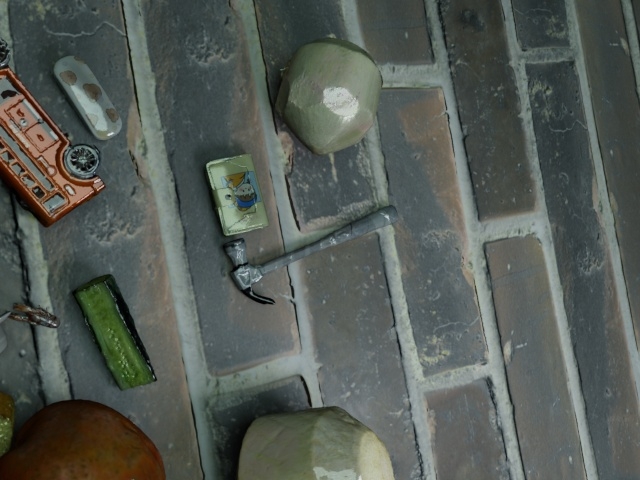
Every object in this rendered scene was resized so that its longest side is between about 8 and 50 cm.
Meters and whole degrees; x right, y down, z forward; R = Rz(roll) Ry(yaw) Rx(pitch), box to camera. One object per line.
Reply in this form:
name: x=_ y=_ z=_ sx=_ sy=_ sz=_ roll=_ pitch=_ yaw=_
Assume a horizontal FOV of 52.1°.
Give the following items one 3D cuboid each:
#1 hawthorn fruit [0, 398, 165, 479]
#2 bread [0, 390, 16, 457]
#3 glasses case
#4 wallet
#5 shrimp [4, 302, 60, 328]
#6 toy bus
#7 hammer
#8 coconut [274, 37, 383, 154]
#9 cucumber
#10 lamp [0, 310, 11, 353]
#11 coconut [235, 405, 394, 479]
hawthorn fruit: x=-0.360 y=0.407 z=1.036 sx=0.298 sy=0.277 sz=0.277 roll=14 pitch=76 yaw=6
bread: x=-0.547 y=0.319 z=1.046 sx=0.103 sy=0.065 sz=0.187 roll=10 pitch=101 yaw=-27
glasses case: x=-0.431 y=-0.264 z=1.215 sx=0.063 sy=0.041 sz=0.164 roll=-35 pitch=101 yaw=-26
wallet: x=-0.169 y=-0.093 z=1.332 sx=0.110 sy=0.039 sz=0.155 roll=-16 pitch=91 yaw=-29
shrimp: x=-0.498 y=0.128 z=1.140 sx=0.092 sy=0.038 sz=0.029 roll=14 pitch=35 yaw=-25
toy bus: x=-0.516 y=-0.186 z=1.107 sx=0.153 sy=0.143 sz=0.329 roll=-42 pitch=105 yaw=-22
hammer: x=0.000 y=0.000 z=1.409 sx=0.427 sy=0.044 sz=0.152 roll=-26 pitch=97 yaw=-28
coconut: x=0.016 y=-0.288 z=1.355 sx=0.224 sy=0.224 sz=0.234 roll=33 pitch=70 yaw=-21
cucumber: x=-0.368 y=0.168 z=1.194 sx=0.078 sy=0.062 sz=0.211 roll=-21 pitch=102 yaw=6
lamp: x=-0.602 y=0.186 z=1.007 sx=0.246 sy=0.179 sz=0.108 roll=-35 pitch=97 yaw=-6
coconut: x=-0.030 y=0.464 z=1.220 sx=0.329 sy=0.329 sz=0.328 roll=3 pitch=83 yaw=-27
